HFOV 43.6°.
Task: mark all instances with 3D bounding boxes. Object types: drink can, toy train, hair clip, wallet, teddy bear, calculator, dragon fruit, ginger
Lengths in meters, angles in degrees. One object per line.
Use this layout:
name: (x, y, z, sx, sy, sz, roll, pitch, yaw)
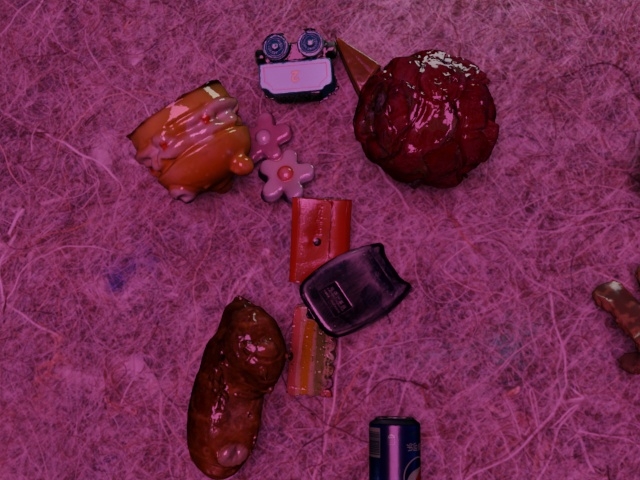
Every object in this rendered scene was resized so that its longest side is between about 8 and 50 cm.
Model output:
drink can: (0.164, 0.495, 1.773, 0.118, 0.118, 0.204, 0, 82, 7)
toy train: (-0.057, -0.420, 1.951, 0.203, 0.112, 0.163, -4, 86, 9)
hair clip: (-0.109, -0.196, 1.945, 0.146, 0.075, 0.257, -30, 74, 7)
wallet: (0.000, 0.000, 1.877, 0.142, 0.045, 0.204, 2, 96, -6)
teddy bear: (0.757, 0.210, 1.738, 0.246, 0.222, 0.296, -30, 35, 8)
calculator: (0.076, 0.113, 1.829, 0.268, 0.040, 0.177, -30, 77, -24)
dragon fruit: (0.234, -0.270, 1.791, 0.329, 0.329, 0.329, -1, 81, 7)
ginger: (-0.186, 0.334, 1.786, 0.176, 0.254, 0.418, 17, 82, -24)

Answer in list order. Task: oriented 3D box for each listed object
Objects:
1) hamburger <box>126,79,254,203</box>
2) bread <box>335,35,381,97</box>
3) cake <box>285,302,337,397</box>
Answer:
hamburger: (-0.286, -0.214, 1.878, 0.276, 0.276, 0.237, -32, 94, 1)
bread: (0.070, -0.419, 1.951, 0.139, 0.074, 0.084, 36, 84, 10)
cake: (-0.015, 0.253, 1.874, 0.109, 0.090, 0.225, 6, 101, 6)
